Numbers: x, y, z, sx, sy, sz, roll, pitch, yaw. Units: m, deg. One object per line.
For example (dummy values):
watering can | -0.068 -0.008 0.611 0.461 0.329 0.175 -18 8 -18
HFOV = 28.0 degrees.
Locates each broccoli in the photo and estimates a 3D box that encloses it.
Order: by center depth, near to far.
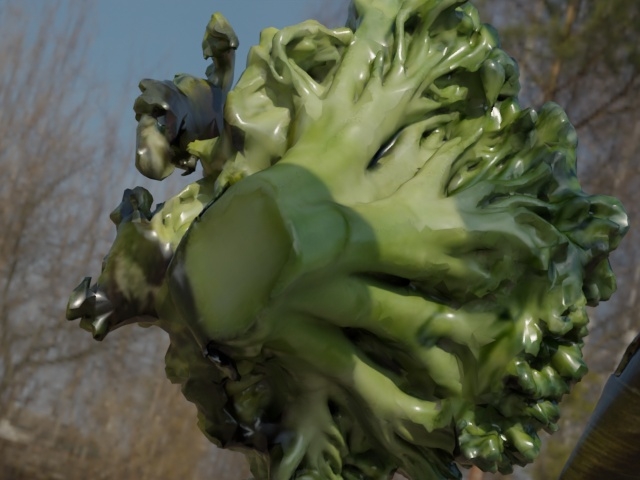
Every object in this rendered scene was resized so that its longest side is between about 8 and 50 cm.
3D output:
broccoli | 0.012 0.004 0.823 0.334 0.324 0.272 -31 -42 20

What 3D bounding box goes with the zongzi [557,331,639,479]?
zongzi | 0.462 0.176 1.243 0.403 0.432 0.208 30 -6 46
